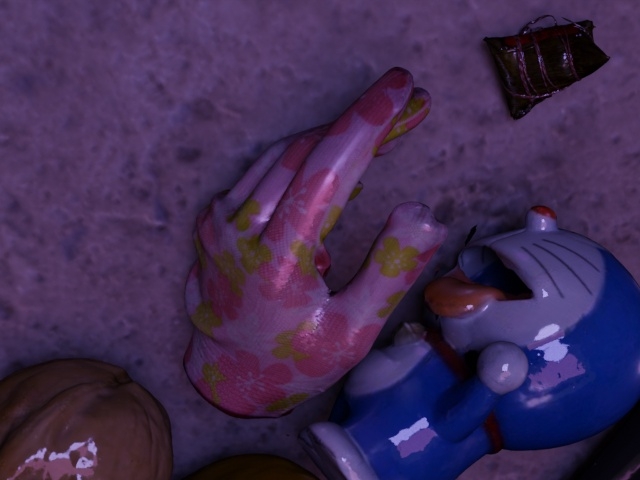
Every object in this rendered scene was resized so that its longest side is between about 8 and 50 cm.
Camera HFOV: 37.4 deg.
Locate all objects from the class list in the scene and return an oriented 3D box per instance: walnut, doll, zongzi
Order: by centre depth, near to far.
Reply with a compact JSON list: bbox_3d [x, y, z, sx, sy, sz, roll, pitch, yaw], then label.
[{"bbox_3d":[-0.175,0.158,0.629,0.166,0.149,0.167,-3,77,12],"label":"walnut"},{"bbox_3d":[0.166,-0.130,0.650,0.083,0.073,0.067,-8,122,34],"label":"zongzi"},{"bbox_3d":[0.101,0.088,0.655,0.256,0.215,0.161,-30,93,-13],"label":"doll"}]

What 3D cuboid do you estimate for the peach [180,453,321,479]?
[{"bbox_3d":[-0.077,0.269,0.648,0.251,0.251,0.153,-41,109,5],"label":"peach"}]

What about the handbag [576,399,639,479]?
[{"bbox_3d":[0.311,0.256,0.824,0.244,0.088,0.275,30,106,-20],"label":"handbag"}]

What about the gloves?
[{"bbox_3d":[-0.011,-0.002,0.603,0.126,0.145,0.241,9,118,-18],"label":"gloves"}]
